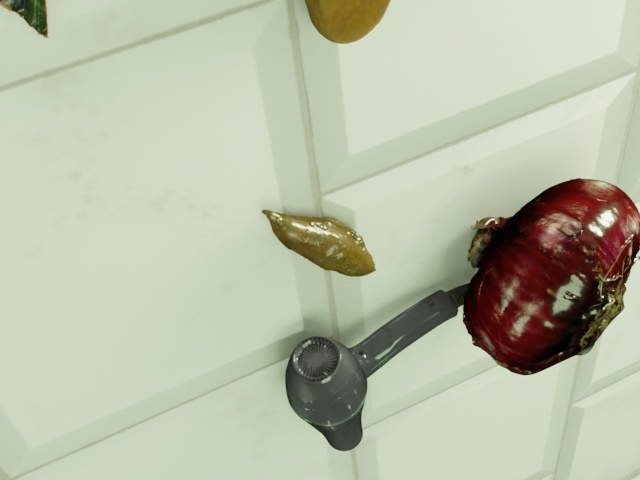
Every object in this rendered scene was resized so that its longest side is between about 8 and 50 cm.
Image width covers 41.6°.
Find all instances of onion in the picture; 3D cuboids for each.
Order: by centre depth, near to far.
[{"bbox_3d":[0.325,0.042,1.210,0.314,0.232,0.314,-40,155,-24],"label":"onion"}]

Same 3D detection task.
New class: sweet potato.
[{"bbox_3d":[0.000,0.000,1.072,0.206,0.060,0.068,22,77,-42],"label":"sweet potato"}]

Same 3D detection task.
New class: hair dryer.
[{"bbox_3d":[0.118,0.176,1.291,0.361,0.121,0.301,-33,148,-10],"label":"hair dryer"}]

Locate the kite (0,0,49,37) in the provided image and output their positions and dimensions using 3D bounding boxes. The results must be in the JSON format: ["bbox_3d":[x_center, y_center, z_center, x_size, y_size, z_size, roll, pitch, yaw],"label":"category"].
[{"bbox_3d":[-0.287,-0.235,0.694,0.159,0.010,0.190,-43,137,12],"label":"kite"}]

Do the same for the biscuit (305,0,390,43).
[{"bbox_3d":[0.028,-0.351,0.757,0.275,0.052,0.355,-34,137,-4],"label":"biscuit"}]
